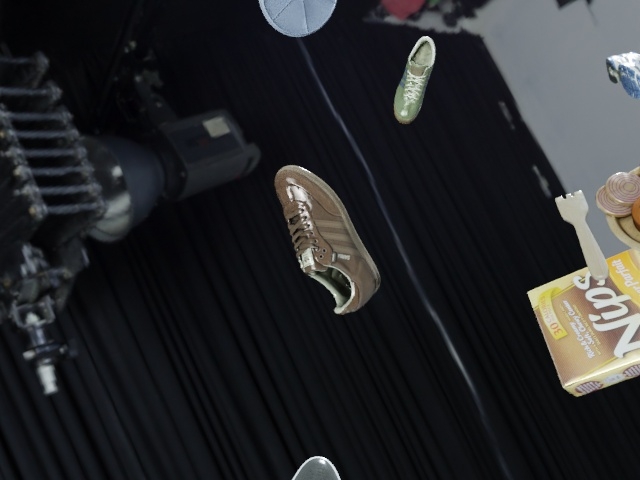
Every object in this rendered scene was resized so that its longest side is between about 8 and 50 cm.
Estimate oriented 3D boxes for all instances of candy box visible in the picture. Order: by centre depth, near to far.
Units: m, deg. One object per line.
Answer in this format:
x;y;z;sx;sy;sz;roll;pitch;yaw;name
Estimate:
0.527;0.114;1.176;0.316;0.183;0.087;-26;-34;22;candy box

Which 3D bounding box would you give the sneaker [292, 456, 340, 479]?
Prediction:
-0.020;0.414;1.018;0.104;0.296;0.147;8;-49;8;sneaker

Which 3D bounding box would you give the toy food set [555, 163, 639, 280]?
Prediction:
0.322;-0.041;0.651;0.192;0.132;0.038;-20;-47;15;toy food set

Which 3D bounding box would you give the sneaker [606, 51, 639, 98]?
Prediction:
0.482;-0.259;1.081;0.058;0.052;0.135;-20;29;10;sneaker

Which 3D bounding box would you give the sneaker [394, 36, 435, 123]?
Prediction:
0.206;-0.359;1.567;0.064;0.192;0.086;19;-8;9;sneaker

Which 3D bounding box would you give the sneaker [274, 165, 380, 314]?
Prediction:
0.000;0.000;0.834;0.066;0.188;0.071;-30;9;47;sneaker

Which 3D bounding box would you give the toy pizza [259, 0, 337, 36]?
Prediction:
-0.050;-0.553;1.572;0.201;0.201;0.032;-22;31;-23;toy pizza
